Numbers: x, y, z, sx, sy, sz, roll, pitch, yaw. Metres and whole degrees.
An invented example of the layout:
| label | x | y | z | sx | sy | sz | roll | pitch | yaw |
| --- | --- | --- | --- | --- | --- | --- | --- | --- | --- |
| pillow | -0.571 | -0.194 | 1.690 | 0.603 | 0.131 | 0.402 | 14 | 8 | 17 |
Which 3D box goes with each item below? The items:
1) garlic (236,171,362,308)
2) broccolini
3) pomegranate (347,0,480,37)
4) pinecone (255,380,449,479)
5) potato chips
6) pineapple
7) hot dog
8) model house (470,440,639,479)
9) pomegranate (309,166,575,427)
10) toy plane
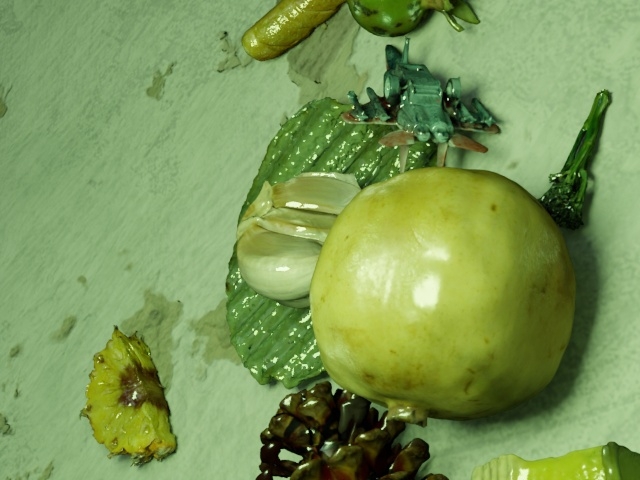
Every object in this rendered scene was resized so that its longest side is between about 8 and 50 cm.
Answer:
| label | x | y | z | sx | sy | sz | roll | pitch | yaw |
| --- | --- | --- | --- | --- | --- | --- | --- | --- | --- |
| garlic | -0.014 | 0.015 | 1.790 | 0.178 | 0.142 | 0.229 | 11 | 36 | 24 |
| broccolini | 0.325 | -0.111 | 1.701 | 0.074 | 0.058 | 0.201 | 9 | 79 | 34 |
| pomegranate | 0.133 | -0.361 | 1.930 | 0.220 | 0.156 | 0.156 | 27 | 90 | 12 |
| pinecone | 0.025 | 0.297 | 1.656 | 0.246 | 0.246 | 0.292 | -45 | 42 | 15 |
| potato chips | 0.000 | 0.000 | 1.916 | 0.429 | 0.070 | 0.358 | -51 | 50 | 10 |
| pineapple | -0.311 | 0.259 | 2.053 | 0.135 | 0.079 | 0.233 | -38 | 51 | 23 |
| hot dog | -0.007 | -0.379 | 2.076 | 0.286 | 0.088 | 0.061 | -42 | 56 | 22 |
| model house | 0.257 | 0.337 | 1.484 | 0.234 | 0.175 | 0.193 | -11 | 65 | 33 |
| pomegranate | 0.147 | 0.073 | 1.593 | 0.333 | 0.332 | 0.332 | -17 | 62 | 34 |
| toy plane | 0.127 | -0.211 | 1.854 | 0.326 | 0.223 | 0.104 | -101 | 18 | -49 |
